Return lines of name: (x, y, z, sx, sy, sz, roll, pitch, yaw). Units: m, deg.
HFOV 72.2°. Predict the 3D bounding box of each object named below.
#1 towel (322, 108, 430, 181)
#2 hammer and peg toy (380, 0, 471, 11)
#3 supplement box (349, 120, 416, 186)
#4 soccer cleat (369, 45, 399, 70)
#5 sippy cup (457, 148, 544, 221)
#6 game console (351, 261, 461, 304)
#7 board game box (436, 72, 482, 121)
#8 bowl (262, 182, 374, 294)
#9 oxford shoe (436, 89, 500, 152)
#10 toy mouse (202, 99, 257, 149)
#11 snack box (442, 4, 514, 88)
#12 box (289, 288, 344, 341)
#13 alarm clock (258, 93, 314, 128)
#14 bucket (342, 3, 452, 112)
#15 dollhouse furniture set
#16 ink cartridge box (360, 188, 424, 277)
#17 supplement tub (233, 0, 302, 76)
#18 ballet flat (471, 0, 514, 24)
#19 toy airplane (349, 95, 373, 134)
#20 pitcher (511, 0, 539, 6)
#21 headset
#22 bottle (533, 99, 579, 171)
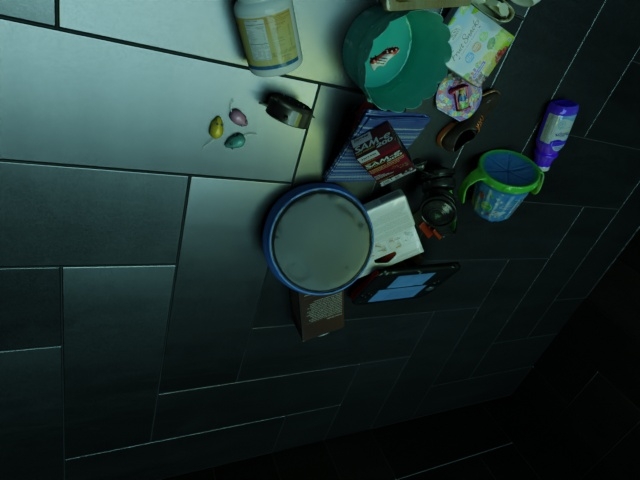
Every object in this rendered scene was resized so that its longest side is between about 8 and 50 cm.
towel: (0.171, -0.294, 1.407, 0.243, 0.040, 0.336, -5, 156, -26)
hammer and peg toy: (0.250, -0.735, 1.009, 0.265, 0.127, 0.362, -14, 119, -18)
supplement box: (0.199, -0.260, 1.358, 0.130, 0.073, 0.239, -25, 157, 20)
soccer cleat: (0.163, -0.464, 1.116, 0.083, 0.029, 0.036, -29, 143, 1)
sippy cup: (0.715, -0.205, 1.752, 0.224, 0.305, 0.240, 94, 20, -48)
game console: (0.343, 0.183, 1.831, 0.386, 0.060, 0.342, -4, 158, -19)
board game box: (0.473, -0.483, 1.479, 0.168, 0.033, 0.133, 22, 106, -19)
bowl: (0.000, 0.000, 1.491, 0.390, 0.077, 0.392, -2, 100, -14)
oxford shoe: (0.547, -0.417, 1.562, 0.271, 0.098, 0.097, -45, 133, 10)
toy mouse: (-0.243, -0.315, 1.261, 0.143, 0.031, 0.161, 9, 120, -34)
snack box: (0.454, -0.600, 1.349, 0.207, 0.070, 0.175, 24, 113, -17)
box: (-0.016, 0.203, 1.721, 0.191, 0.143, 0.382, -16, 129, -17)
alarm clock: (-0.075, -0.370, 1.253, 0.192, 0.129, 0.064, -13, 134, -58)
bucket: (0.207, -0.520, 1.240, 0.281, 0.183, 0.281, -15, 131, -17)
dollhouse furniture set: (0.352, 0.014, 1.770, 0.259, 0.135, 0.262, -43, 133, 8)
ink cartridge box: (0.208, -0.018, 1.642, 0.296, 0.066, 0.261, -23, 121, 6)
supplement tub: (-0.129, -0.524, 1.080, 0.144, 0.144, 0.200, -22, 132, -11)
ballet flat: (0.493, -0.721, 1.306, 0.248, 0.086, 0.086, 14, 117, -35)
toy airplane: (0.158, -0.394, 1.418, 0.151, 0.028, 0.151, -15, 129, -19)
pitcher: (0.659, -0.809, 1.312, 0.177, 0.125, 0.207, 10, 109, -51)
headset: (0.403, -0.169, 1.608, 0.185, 0.244, 0.394, -9, 148, 27)
bottle: (0.938, -0.419, 1.776, 0.118, 0.092, 0.283, -13, 130, -20)
